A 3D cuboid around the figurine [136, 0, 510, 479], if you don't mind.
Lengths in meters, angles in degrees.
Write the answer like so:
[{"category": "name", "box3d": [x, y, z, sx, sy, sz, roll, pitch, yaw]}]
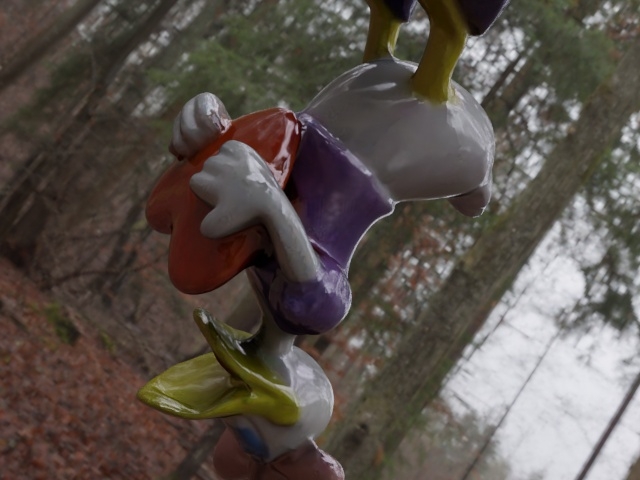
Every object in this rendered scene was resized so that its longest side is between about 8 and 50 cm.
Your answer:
[{"category": "figurine", "box3d": [-0.002, -0.005, 0.493, 0.193, 0.421, 0.154, 17, 15, -31]}]
